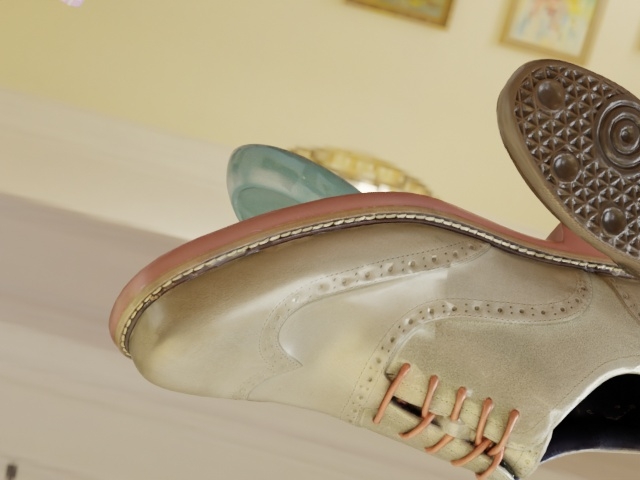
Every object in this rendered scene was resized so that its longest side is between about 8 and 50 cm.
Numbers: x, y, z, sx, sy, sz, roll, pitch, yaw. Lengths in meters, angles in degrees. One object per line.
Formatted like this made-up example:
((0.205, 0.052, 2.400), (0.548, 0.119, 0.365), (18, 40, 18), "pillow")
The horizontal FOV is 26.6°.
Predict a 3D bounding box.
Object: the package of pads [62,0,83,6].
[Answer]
((-0.270, -0.313, 1.548), (0.032, 0.083, 0.050), (21, -143, -24), "package of pads")

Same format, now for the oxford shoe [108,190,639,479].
((0.076, 0.068, 0.807), (0.397, 0.140, 0.146), (0, -130, -22), "oxford shoe")

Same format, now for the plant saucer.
((0.000, 0.000, 1.736), (0.318, 0.043, 0.317), (31, 159, 13), "plant saucer")

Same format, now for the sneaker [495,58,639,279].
((0.142, -0.012, 0.632), (0.188, 0.066, 0.071), (38, 166, -19), "sneaker")
